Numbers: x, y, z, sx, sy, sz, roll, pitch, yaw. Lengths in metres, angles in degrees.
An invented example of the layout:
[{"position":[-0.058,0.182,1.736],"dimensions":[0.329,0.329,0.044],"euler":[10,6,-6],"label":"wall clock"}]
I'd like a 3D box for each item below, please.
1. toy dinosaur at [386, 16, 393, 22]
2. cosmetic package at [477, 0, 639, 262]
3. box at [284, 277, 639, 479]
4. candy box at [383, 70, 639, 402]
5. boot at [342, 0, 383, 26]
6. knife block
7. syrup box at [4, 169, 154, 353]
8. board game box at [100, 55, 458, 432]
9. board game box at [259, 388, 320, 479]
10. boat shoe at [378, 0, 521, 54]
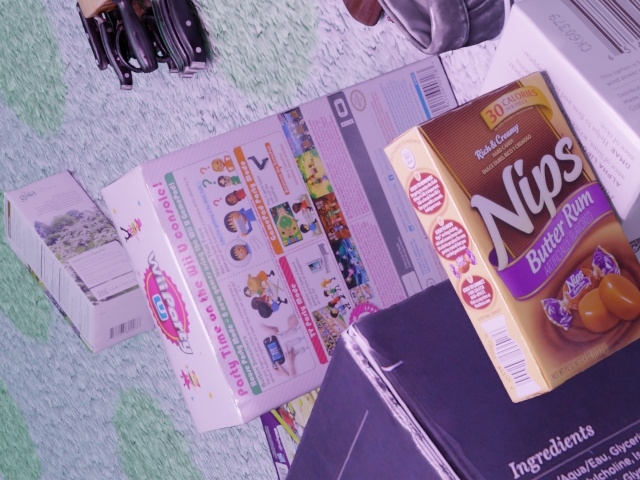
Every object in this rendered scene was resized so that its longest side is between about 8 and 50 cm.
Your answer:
[{"position":[0.087,-0.186,1.459],"dimensions":[0.090,0.047,0.082],"euler":[54,169,2],"label":"toy dinosaur"},{"position":[0.207,-0.074,1.211],"dimensions":[0.151,0.151,0.183],"euler":[52,149,25],"label":"cosmetic package"},{"position":[0.204,0.318,1.346],"dimensions":[0.472,0.297,0.480],"euler":[51,148,23],"label":"box"},{"position":[0.132,-0.003,1.117],"dimensions":[0.186,0.109,0.053],"euler":[62,151,4],"label":"candy box"},{"position":[0.031,-0.254,1.513],"dimensions":[0.106,0.037,0.114],"euler":[60,156,18],"label":"boot"},{"position":[-0.206,-0.303,1.826],"dimensions":[0.242,0.088,0.275],"euler":[41,142,38],"label":"knife block"},{"position":[-0.312,0.025,2.236],"dimensions":[0.237,0.093,0.096],"euler":[47,146,33],"label":"syrup box"},{"position":[0.000,0.000,1.459],"dimensions":[0.097,0.303,0.224],"euler":[-20,92,60],"label":"board game box"},{"position":[-0.021,0.124,1.861],"dimensions":[0.208,0.056,0.346],"euler":[10,119,62],"label":"board game box"},{"position":[0.043,-0.288,1.373],"dimensions":[0.335,0.119,0.121],"euler":[54,149,23],"label":"boat shoe"}]
